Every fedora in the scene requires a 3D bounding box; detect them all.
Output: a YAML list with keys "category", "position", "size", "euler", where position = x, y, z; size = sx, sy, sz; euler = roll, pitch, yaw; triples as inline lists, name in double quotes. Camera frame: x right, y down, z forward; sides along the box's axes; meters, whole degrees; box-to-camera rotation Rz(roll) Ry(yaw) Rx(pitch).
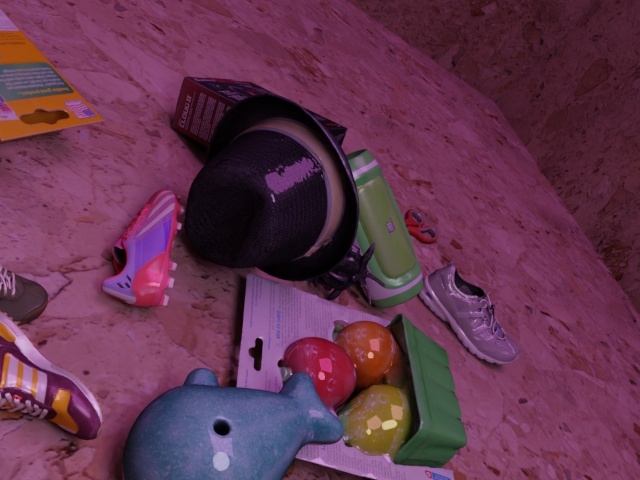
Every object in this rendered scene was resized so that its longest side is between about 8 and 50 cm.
- category: "fedora"
  position: [-0.105, -0.054, 1.008]
  size: [0.334, 0.334, 0.152]
  euler: [50, 46, 10]

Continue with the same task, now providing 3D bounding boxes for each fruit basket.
- category: "fruit basket"
  position: [0.035, 0.221, 1.018]
  size: [0.352, 0.165, 0.327]
  euler: [16, 36, -16]

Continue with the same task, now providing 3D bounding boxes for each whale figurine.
- category: "whale figurine"
  position: [-0.087, 0.225, 0.763]
  size: [0.272, 0.141, 0.216]
  euler: [-16, 58, -36]

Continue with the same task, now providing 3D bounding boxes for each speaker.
- category: "speaker"
  position: [0.099, -0.022, 1.302]
  size: [0.297, 0.131, 0.131]
  euler: [66, 26, -12]

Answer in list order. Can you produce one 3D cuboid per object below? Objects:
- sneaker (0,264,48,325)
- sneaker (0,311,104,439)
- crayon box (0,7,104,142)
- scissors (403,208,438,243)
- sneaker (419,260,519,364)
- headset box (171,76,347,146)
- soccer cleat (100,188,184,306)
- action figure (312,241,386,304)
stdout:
- category: "sneaker"
  position: [-0.381, 0.048, 0.730]
  size: [0.192, 0.086, 0.064]
  euler: [9, 44, -47]
- category: "sneaker"
  position: [-0.317, 0.159, 0.700]
  size: [0.185, 0.070, 0.084]
  euler: [39, 37, 3]
- category: "crayon box"
  position: [-0.503, -0.248, 0.965]
  size: [0.323, 0.083, 0.203]
  euler: [46, 29, 4]
- category: "scissors"
  position: [0.209, -0.030, 1.659]
  size: [0.109, 0.021, 0.297]
  euler: [56, 29, 16]
- category: "sneaker"
  position: [0.348, 0.166, 1.483]
  size: [0.281, 0.115, 0.105]
  euler: [41, 29, -6]
- category: "headset box"
  position: [-0.129, -0.229, 1.315]
  size: [0.293, 0.110, 0.218]
  euler: [29, 22, 22]
- category: "soccer cleat"
  position: [-0.257, -0.002, 0.972]
  size: [0.095, 0.083, 0.248]
  euler: [14, 37, -19]
- category: "action figure"
  position: [0.000, 0.000, 1.214]
  size: [0.275, 0.164, 0.141]
  euler: [33, 38, -9]
